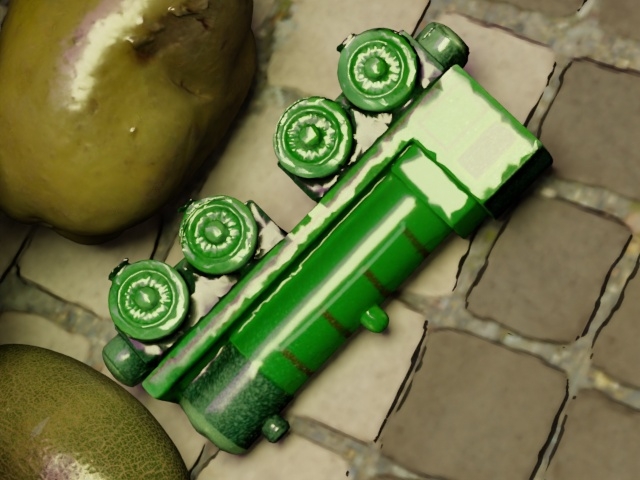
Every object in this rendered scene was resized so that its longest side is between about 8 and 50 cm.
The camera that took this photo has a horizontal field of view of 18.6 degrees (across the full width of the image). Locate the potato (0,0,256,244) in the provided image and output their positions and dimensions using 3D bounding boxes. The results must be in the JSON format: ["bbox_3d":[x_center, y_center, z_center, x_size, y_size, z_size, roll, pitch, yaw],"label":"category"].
[{"bbox_3d":[-0.110,-0.097,1.046,0.137,0.154,0.200,20,86,13],"label":"potato"}]

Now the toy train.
[{"bbox_3d":[0.000,0.000,1.010,0.119,0.085,0.251,44,93,14],"label":"toy train"}]

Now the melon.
[{"bbox_3d":[-0.133,0.112,1.001,0.162,0.099,0.099,36,85,31],"label":"melon"}]
